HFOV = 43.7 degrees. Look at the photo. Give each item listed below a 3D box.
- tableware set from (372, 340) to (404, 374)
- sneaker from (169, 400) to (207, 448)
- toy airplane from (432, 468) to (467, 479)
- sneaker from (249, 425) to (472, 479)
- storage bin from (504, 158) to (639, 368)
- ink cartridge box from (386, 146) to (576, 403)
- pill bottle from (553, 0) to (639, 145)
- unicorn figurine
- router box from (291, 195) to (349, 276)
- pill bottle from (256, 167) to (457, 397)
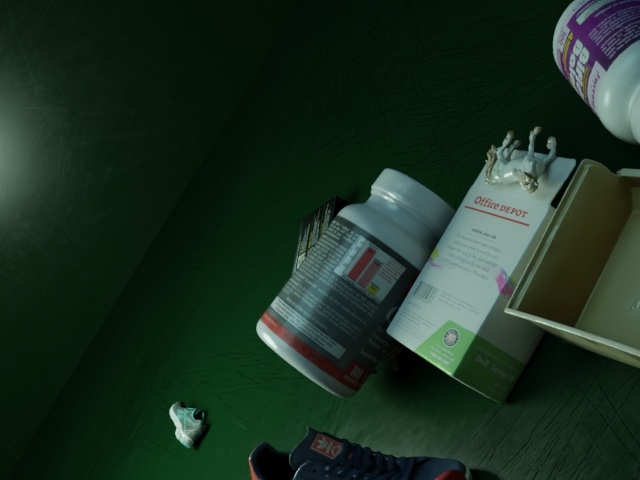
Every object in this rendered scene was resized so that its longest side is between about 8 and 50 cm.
[{"bbox_3d":[0.104,0.170,1.480,0.128,0.039,0.194,-54,27,-4],"label":"tableware set"},{"bbox_3d":[-0.313,0.432,1.930,0.076,0.065,0.166,-41,30,-1],"label":"sneaker"},{"bbox_3d":[0.147,0.456,0.828,0.384,0.272,0.386,5,68,62],"label":"toy airplane"},{"bbox_3d":[0.042,0.341,1.173,0.350,0.148,0.131,-15,16,25],"label":"sneaker"},{"bbox_3d":[0.410,0.026,0.996,0.260,0.123,0.262,-62,26,-6],"label":"storage bin"},{"bbox_3d":[0.274,0.043,1.222,0.353,0.119,0.207,-59,26,-1],"label":"ink cartridge box"},{"bbox_3d":[0.458,-0.240,1.143,0.169,0.169,0.301,-46,28,24],"label":"pill bottle"},{"bbox_3d":[0.295,-0.112,1.165,0.111,0.060,0.162,-66,12,-17],"label":"unicorn figurine"},{"bbox_3d":[0.000,0.000,1.837,0.133,0.046,0.179,-34,35,42],"label":"router box"},{"bbox_3d":[0.073,0.069,1.373,0.363,0.210,0.210,-54,26,-2],"label":"pill bottle"}]
